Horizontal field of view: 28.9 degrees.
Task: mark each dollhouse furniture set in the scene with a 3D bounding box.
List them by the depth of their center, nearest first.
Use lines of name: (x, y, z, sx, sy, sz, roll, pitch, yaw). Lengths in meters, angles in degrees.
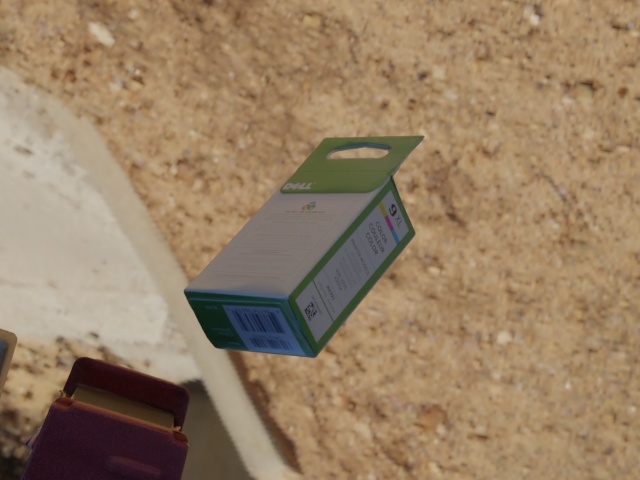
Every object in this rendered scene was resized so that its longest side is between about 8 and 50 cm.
dollhouse furniture set: (-0.295, 0.153, 0.989, 0.374, 0.152, 0.201, 18, -178, -5)

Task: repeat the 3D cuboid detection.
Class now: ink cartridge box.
ink cartridge box: (0.000, 0.000, 0.987, 0.109, 0.209, 0.062, 1, 129, 41)
